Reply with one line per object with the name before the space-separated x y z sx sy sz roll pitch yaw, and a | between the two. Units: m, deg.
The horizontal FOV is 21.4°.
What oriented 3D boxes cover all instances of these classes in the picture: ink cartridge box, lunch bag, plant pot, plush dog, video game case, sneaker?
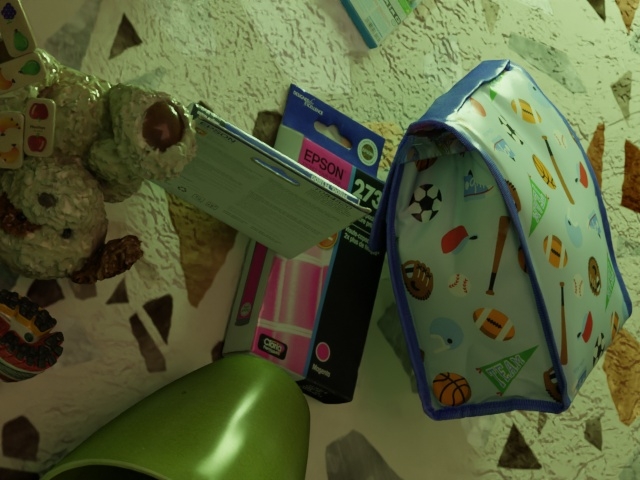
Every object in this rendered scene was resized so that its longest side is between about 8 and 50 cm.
ink cartridge box | -0.074 -0.071 1.891 0.223 0.224 0.045 30 66 -16
ink cartridge box | 0.000 0.000 2.096 0.175 0.069 0.371 28 64 -36
lunch bag | 0.217 -0.013 2.128 0.328 0.239 0.385 -43 122 -60
plant pot | -0.130 0.260 1.834 0.275 0.274 0.293 60 35 -18
plush dog | -0.284 -0.070 1.799 0.262 0.210 0.225 20 84 -9
video game case | 0.085 -0.348 2.249 0.166 0.015 0.119 -48 114 -35
sneaker | -0.376 0.071 1.732 0.225 0.092 0.088 42 47 -10

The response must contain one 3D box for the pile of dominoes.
pile of dominoes | -0.391 -0.135 1.668 0.251 0.040 0.196 -21 101 2
